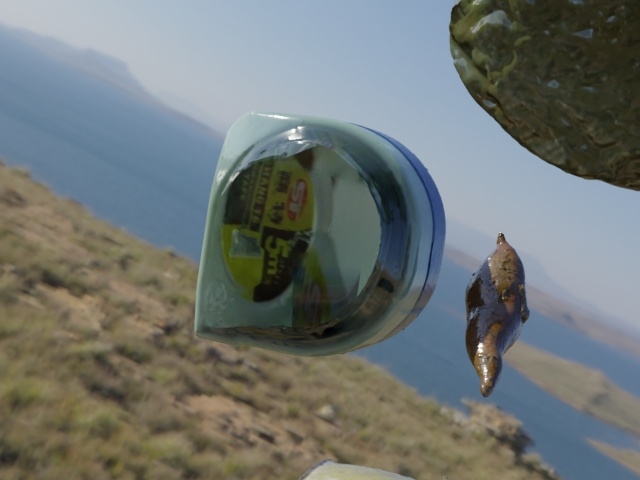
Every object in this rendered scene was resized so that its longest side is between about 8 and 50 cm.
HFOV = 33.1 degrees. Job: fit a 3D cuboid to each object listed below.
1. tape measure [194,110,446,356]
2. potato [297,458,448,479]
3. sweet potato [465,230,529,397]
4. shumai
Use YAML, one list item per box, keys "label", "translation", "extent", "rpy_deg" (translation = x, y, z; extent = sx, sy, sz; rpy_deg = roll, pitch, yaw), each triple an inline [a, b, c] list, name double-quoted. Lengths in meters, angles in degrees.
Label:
- label: "tape measure"
  translation: [-0.002, 0.000, 1.154]
  extent: [0.262, 0.259, 0.138]
  rpy_deg: [10, 5, 32]
- label: "potato"
  translation: [0.103, 0.490, 1.251]
  extent: [0.319, 0.385, 0.442]
  rpy_deg: [3, 29, 26]
- label: "sweet potato"
  translation: [0.175, 0.084, 1.085]
  extent: [0.068, 0.068, 0.226]
  rpy_deg: [26, 42, -8]
- label: "shumai"
  translation: [0.314, -0.202, 0.962]
  extent: [0.330, 0.292, 0.288]
  rpy_deg: [41, 28, 9]
